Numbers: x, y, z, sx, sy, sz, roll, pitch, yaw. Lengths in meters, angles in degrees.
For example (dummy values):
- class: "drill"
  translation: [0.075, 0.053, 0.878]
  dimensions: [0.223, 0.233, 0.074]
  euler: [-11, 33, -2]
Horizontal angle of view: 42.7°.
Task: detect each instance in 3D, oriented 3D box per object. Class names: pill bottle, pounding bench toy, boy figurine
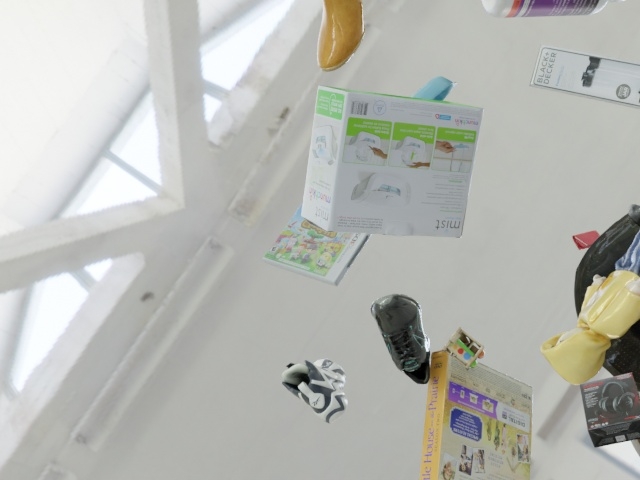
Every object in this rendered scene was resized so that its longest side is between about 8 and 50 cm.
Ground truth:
- class: "pill bottle"
  translation: [0.541, -0.605, 1.872]
  dimensions: [0.323, 0.181, 0.181]
  euler: [-3, -63, -6]
- class: "pounding bench toy"
  translation: [0.263, 0.198, 1.487]
  dimensions: [0.052, 0.065, 0.083]
  euler: [-50, -16, -3]
- class: "boy figurine"
  translation: [0.438, 0.084, 1.242]
  dimensions: [0.092, 0.177, 0.285]
  euler: [34, -86, -1]

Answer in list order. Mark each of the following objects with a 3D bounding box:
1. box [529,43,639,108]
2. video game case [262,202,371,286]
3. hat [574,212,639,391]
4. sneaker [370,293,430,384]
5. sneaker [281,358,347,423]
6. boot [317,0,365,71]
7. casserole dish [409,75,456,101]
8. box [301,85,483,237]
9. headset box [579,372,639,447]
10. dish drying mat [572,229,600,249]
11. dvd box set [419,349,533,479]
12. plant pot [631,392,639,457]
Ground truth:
- class: "box"
  translation: [0.587, -0.319, 1.644]
  dimensions: [0.169, 0.290, 0.087]
  euler: [-12, -63, -60]
- class: "video game case"
  translation: [0.000, 0.000, 1.879]
  dimensions: [0.193, 0.212, 0.023]
  euler: [-55, -39, -24]
- class: "hat"
  translation: [0.582, 0.086, 1.307]
  dimensions: [0.134, 0.331, 0.331]
  euler: [8, -74, -49]
- class: "sneaker"
  translation: [0.184, 0.208, 1.733]
  dimensions: [0.101, 0.106, 0.267]
  euler: [-20, -42, 13]
- class: "sneaker"
  translation: [-0.023, 0.318, 1.936]
  dimensions: [0.094, 0.235, 0.153]
  euler: [-42, -71, 16]
- class: "boot"
  translation: [0.016, -0.505, 1.608]
  dimensions: [0.211, 0.104, 0.295]
  euler: [45, -122, -50]
- class: "casserole dish"
  translation: [0.184, -0.257, 1.598]
  dimensions: [0.188, 0.037, 0.114]
  euler: [-40, -5, -5]
- class: "box"
  translation: [0.121, -0.129, 1.387]
  dimensions: [0.262, 0.127, 0.231]
  euler: [1, -76, -25]
- class: "headset box"
  translation: [0.334, 0.190, 0.935]
  dimensions: [0.062, 0.083, 0.032]
  euler: [-17, -60, 20]
- class: "dish drying mat"
  translation: [0.512, -0.002, 1.567]
  dimensions: [0.083, 0.032, 0.008]
  euler: [-11, -25, -40]
- class: "dvd box set"
  translation: [0.349, 0.486, 1.810]
  dimensions: [0.307, 0.062, 0.420]
  euler: [25, -120, -32]
- class: "plant pot"
  translation: [0.610, 0.316, 1.388]
  dimensions: [0.215, 0.230, 0.215]
  euler: [0, -94, -2]
